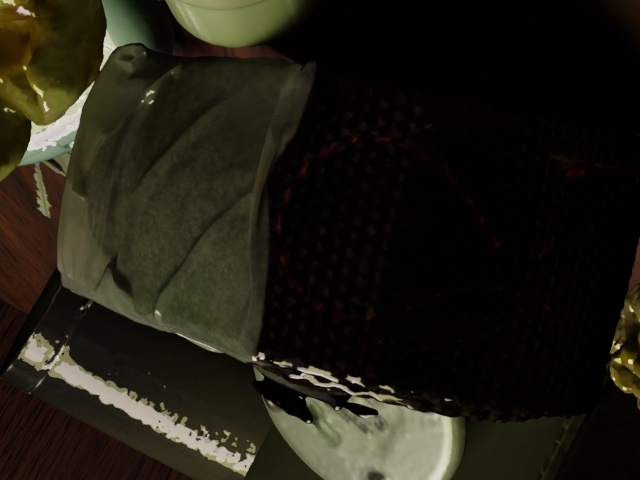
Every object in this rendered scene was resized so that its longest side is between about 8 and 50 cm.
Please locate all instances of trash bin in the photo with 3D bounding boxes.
[{"bbox_3d":[-0.097,0.103,1.185,0.301,0.203,0.252,31,124,-11],"label":"trash bin"}]

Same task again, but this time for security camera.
[{"bbox_3d":[-0.020,0.037,0.849,0.301,0.080,0.157,40,134,20],"label":"security camera"}]

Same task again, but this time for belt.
[{"bbox_3d":[0.000,0.000,0.603,0.184,0.164,0.289,5,-173,-41],"label":"belt"}]

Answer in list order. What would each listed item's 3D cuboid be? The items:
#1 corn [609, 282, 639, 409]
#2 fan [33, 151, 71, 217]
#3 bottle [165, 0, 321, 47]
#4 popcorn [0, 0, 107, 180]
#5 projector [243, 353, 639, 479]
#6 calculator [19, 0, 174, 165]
[{"bbox_3d":[0.262,0.076,0.594,0.288,0.087,0.086,17,162,34],"label":"corn"},{"bbox_3d":[-0.233,-0.080,1.108,0.190,0.009,0.329,35,160,8],"label":"fan"},{"bbox_3d":[-0.044,-0.140,0.452,0.072,0.072,0.201,25,165,17],"label":"bottle"},{"bbox_3d":[-0.161,-0.118,0.542,0.195,0.173,0.168,-112,9,-54],"label":"popcorn"},{"bbox_3d":[0.125,0.191,0.937,0.248,0.248,0.249,39,164,-36],"label":"projector"},{"bbox_3d":[-0.184,-0.121,0.707,0.184,0.042,0.295,-24,127,35],"label":"calculator"}]
